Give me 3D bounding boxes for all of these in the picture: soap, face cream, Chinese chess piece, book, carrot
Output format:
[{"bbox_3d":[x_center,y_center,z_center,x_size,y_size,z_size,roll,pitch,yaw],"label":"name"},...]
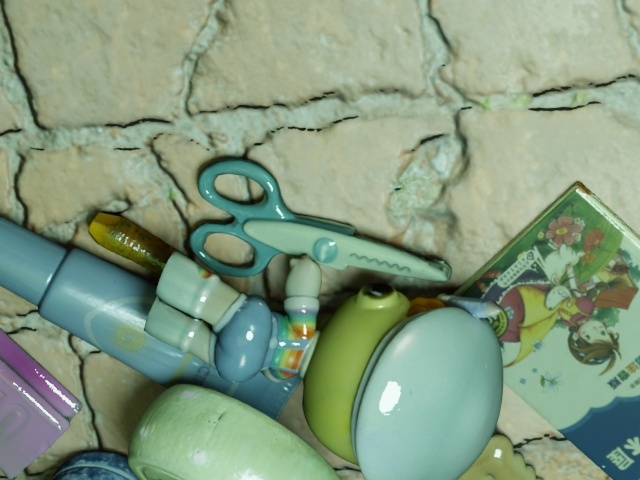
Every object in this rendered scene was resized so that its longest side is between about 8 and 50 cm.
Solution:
[{"bbox_3d":[-0.393,0.172,1.857,0.203,0.065,0.122,44,118,-7],"label":"soap"},{"bbox_3d":[-0.204,0.091,1.760,0.385,0.086,0.135,28,111,-5],"label":"face cream"},{"bbox_3d":[-0.093,0.261,1.733,0.250,0.101,0.250,28,158,12],"label":"Chinese chess piece"},{"bbox_3d":[0.309,0.116,1.671,0.322,0.018,0.228,41,118,-6],"label":"book"},{"bbox_3d":[-0.177,0.022,1.740,0.170,0.042,0.042,32,119,-2],"label":"carrot"}]

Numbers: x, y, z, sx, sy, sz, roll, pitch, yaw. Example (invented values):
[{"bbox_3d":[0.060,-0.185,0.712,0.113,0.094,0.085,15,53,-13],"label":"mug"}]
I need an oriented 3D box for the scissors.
[{"bbox_3d":[0.000,0.000,1.683,0.289,0.041,0.138,15,114,9],"label":"scissors"}]

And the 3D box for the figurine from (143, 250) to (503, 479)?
[{"bbox_3d":[-0.004,0.145,1.640,0.381,0.205,0.225,9,117,10],"label":"figurine"}]

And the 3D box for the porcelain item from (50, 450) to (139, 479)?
[{"bbox_3d":[-0.264,0.331,1.870,0.147,0.114,0.147,6,118,11],"label":"porcelain item"}]

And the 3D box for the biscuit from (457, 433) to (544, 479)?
[{"bbox_3d":[0.221,0.383,1.809,0.217,0.044,0.325,-34,103,28],"label":"biscuit"}]
